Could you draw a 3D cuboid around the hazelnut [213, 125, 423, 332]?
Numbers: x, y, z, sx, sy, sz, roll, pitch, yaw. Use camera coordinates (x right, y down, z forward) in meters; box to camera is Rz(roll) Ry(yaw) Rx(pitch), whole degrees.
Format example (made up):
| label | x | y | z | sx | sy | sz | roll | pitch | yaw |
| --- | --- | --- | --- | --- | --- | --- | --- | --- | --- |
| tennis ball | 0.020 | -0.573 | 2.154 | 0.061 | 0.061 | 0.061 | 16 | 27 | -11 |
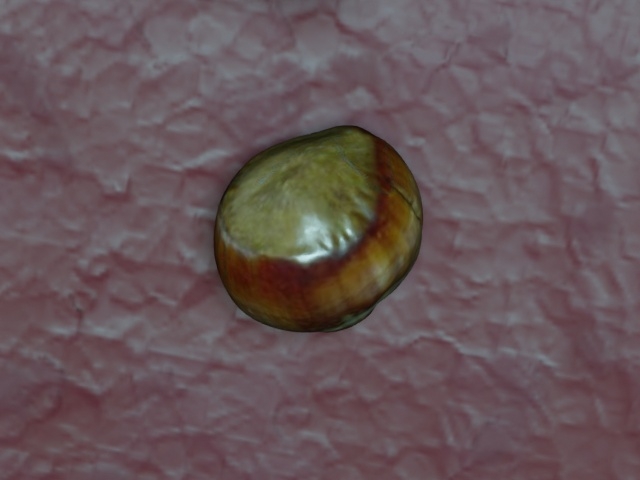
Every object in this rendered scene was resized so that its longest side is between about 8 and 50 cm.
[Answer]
| label | x | y | z | sx | sy | sz | roll | pitch | yaw |
| --- | --- | --- | --- | --- | --- | --- | --- | --- | --- |
| hazelnut | 0.000 | 0.000 | 0.755 | 0.086 | 0.086 | 0.086 | 0 | 104 | 1 |
